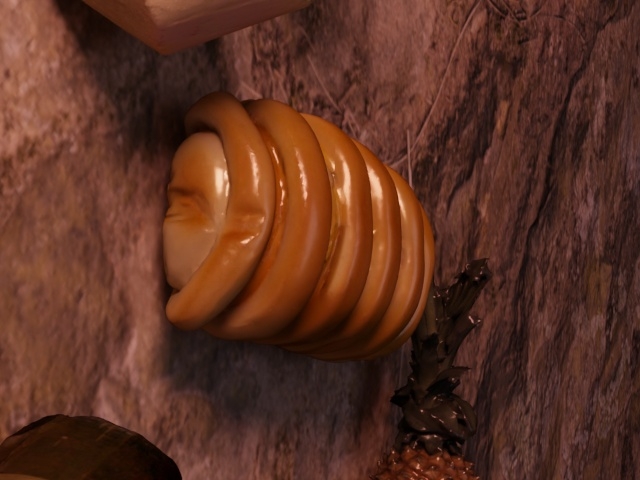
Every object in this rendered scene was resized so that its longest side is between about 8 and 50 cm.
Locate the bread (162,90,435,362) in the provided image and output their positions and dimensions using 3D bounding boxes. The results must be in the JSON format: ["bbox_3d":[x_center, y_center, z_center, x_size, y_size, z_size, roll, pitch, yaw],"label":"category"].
[{"bbox_3d":[0.000,0.000,0.959,0.311,0.121,0.172,20,71,-61],"label":"bread"}]

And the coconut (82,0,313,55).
[{"bbox_3d":[-0.088,-0.189,0.782,0.147,0.153,0.147,164,-90,-86],"label":"coconut"}]

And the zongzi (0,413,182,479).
[{"bbox_3d":[-0.182,0.273,0.648,0.289,0.154,0.317,-39,149,-64],"label":"zongzi"}]

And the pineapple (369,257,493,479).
[{"bbox_3d":[0.095,0.151,1.129,0.130,0.119,0.277,24,68,-66],"label":"pineapple"}]
